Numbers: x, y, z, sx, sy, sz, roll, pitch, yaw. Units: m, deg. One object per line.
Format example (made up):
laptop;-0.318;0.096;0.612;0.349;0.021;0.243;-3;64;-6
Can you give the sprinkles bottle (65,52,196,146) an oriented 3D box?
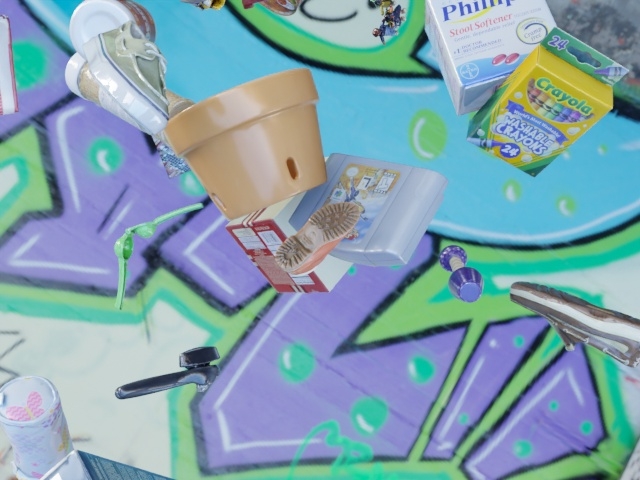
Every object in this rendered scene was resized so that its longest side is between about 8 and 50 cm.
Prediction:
sprinkles bottle;-0.451;-0.341;1.689;0.355;0.121;0.121;30;164;26

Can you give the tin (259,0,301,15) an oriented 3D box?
tin;-0.128;-0.573;1.582;0.190;0.040;0.106;30;164;-8

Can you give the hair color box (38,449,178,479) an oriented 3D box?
hair color box;-0.375;0.498;1.267;0.105;0.174;0.347;47;177;34

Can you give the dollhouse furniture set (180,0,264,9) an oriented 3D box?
dollhouse furniture set;-0.237;-0.460;1.202;0.374;0.152;0.201;-7;-171;20

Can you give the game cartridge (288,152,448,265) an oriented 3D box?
game cartridge;0.074;-0.058;1.315;0.297;0.198;0.062;17;157;47

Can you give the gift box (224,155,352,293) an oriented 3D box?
gift box;-0.033;-0.056;1.646;0.255;0.258;0.276;0;130;51

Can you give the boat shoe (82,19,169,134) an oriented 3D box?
boat shoe;-0.274;-0.253;1.034;0.109;0.094;0.302;48;-178;-44

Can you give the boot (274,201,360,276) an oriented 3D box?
boot;0.000;0.000;1.161;0.059;0.158;0.084;52;176;23

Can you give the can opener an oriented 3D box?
can opener;-0.257;0.237;1.215;0.073;0.186;0.059;67;153;16

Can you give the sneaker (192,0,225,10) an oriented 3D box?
sneaker;-0.319;-0.643;1.819;0.093;0.088;0.225;46;-154;11

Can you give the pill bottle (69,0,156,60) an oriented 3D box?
pill bottle;-0.378;-0.393;1.337;0.121;0.121;0.216;36;-166;-10

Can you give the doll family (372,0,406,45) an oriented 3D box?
doll family;0.201;-0.689;2.140;0.076;0.111;0.192;1;110;38

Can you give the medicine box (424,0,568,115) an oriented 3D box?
medicine box;0.421;-0.491;1.743;0.149;0.264;0.289;67;-172;-70

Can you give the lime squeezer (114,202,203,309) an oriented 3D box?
lime squeezer;-0.408;0.005;1.640;0.110;0.310;0.059;39;179;28

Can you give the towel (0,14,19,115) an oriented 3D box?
towel;-0.811;-0.350;1.493;0.037;0.329;0.237;41;134;37

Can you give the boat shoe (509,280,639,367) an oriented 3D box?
boat shoe;0.456;0.155;1.283;0.258;0.095;0.095;22;-166;29

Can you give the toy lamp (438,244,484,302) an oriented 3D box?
toy lamp;0.318;0.075;1.616;0.080;0.080;0.274;36;-169;-7

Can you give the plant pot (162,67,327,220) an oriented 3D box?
plant pot;-0.116;-0.164;1.302;0.291;0.291;0.203;-9;104;67

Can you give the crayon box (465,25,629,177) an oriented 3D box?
crayon box;0.508;-0.303;1.621;0.203;0.083;0.323;26;140;-10

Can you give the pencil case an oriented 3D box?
pencil case;-0.566;0.386;1.416;0.124;0.113;0.273;7;133;-3

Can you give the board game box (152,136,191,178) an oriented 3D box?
board game box;-0.343;-0.292;2.000;0.042;0.243;0.165;-62;-47;-75
